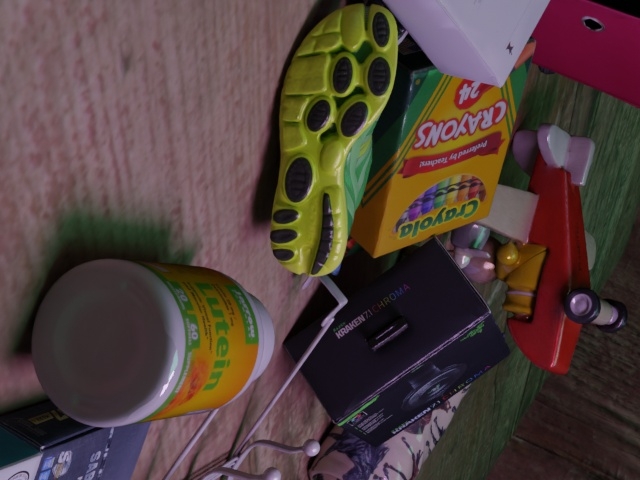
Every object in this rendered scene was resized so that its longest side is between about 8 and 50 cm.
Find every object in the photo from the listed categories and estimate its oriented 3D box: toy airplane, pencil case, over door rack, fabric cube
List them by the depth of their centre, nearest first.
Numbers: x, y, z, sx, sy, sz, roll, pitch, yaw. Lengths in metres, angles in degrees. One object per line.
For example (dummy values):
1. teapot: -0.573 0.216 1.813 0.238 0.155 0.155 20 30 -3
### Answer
1. over door rack: -0.076 0.213 1.367 0.239 0.108 0.324 -19 135 -64
2. fabric cube: 0.455 -0.385 1.769 0.259 0.254 0.258 -59 161 -14
3. pencil case: 0.138 0.273 1.912 0.410 0.160 0.183 -55 144 -24
4. toy airplane: 0.357 -0.010 2.044 0.386 0.272 0.384 61 36 -22

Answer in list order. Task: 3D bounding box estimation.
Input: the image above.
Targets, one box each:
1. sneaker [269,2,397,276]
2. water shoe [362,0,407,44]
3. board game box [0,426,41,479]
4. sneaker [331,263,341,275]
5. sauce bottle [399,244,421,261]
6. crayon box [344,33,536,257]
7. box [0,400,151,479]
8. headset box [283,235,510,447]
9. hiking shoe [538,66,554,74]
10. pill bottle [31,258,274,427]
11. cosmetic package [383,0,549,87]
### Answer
1. sneaker: 0.007 -0.111 1.247 0.123 0.109 0.295 -76 -179 -67
2. water shoe: 0.090 -0.289 1.281 0.203 0.073 0.080 -59 -175 -13
3. board game box: -0.355 0.311 0.861 0.254 0.079 0.336 -10 124 -65
4. sneaker: 0.000 0.000 1.399 0.059 0.053 0.144 -63 161 -9
5. sauce bottle: 0.128 0.070 1.817 0.042 0.042 0.128 -26 140 -59
6. crayon box: 0.137 -0.108 1.471 0.202 0.081 0.318 -20 137 -32
7. box: -0.250 0.253 1.077 0.183 0.059 0.232 -10 125 -67
8. headset box: 0.110 0.142 1.595 0.246 0.131 0.283 -35 158 2
9. hiking shoe: 0.438 -0.364 1.947 0.227 0.114 0.086 -61 159 -8
10. pill bottle: -0.133 0.089 1.055 0.136 0.136 0.246 -66 160 5
11. cosmetic package: 0.178 -0.389 1.183 0.284 0.097 0.377 40 76 -46
